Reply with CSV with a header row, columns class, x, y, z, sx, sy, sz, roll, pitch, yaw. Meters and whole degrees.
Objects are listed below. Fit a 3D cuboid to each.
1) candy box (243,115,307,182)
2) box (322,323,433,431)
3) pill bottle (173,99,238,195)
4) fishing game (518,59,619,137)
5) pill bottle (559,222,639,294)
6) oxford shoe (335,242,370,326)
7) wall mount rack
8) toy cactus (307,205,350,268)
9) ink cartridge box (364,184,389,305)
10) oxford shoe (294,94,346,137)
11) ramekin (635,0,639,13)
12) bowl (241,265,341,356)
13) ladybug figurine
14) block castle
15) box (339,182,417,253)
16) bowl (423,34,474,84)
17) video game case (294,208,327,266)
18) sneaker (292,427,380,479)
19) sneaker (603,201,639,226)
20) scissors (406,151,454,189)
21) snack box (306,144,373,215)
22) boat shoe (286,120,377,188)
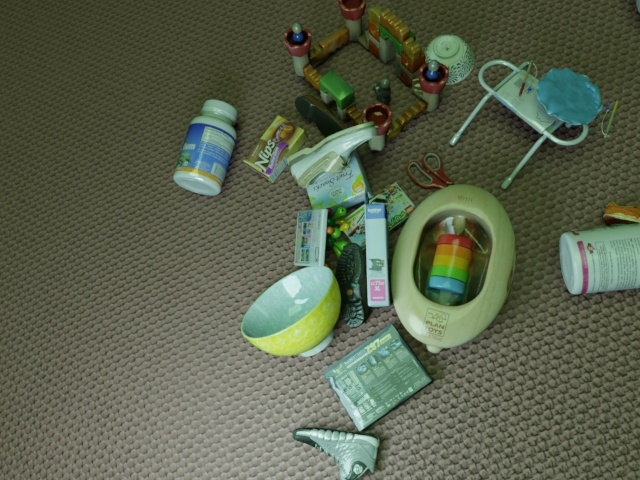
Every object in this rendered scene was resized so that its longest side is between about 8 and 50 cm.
class,x,y,z,sx,sy,sz,roll,pitch,yaw
candy box,-0.140,-0.284,1.820,0.109,0.053,0.187,34,81,20
box,0.149,0.359,1.537,0.232,0.059,0.183,-36,68,0
pill bottle,-0.347,-0.291,1.814,0.152,0.152,0.272,9,74,15
fishing game,0.658,-0.381,1.558,0.264,0.041,0.189,23,65,3
pill bottle,0.758,0.042,1.450,0.283,0.160,0.160,-7,71,11
oxford shoe,0.094,0.120,1.608,0.082,0.096,0.227,-3,86,25
wall mount rack,0.551,-0.332,1.645,0.304,0.130,0.350,-41,68,-6
toy cactus,0.000,0.000,1.664,0.180,0.112,0.219,21,106,39
ink cartridge box,0.152,0.020,1.551,0.065,0.186,0.311,-5,83,7
oxford shoe,0.020,-0.383,1.811,0.212,0.076,0.076,46,48,12
ramekin,1.032,-0.716,1.656,0.272,0.127,0.273,-4,72,11
bowl,-0.051,0.215,1.562,0.289,0.289,0.156,-34,111,0
ladybug figurine,0.343,0.076,1.531,0.305,0.162,0.449,16,76,16
block castle,0.134,-0.520,1.728,0.303,0.213,0.453,-37,68,-10
box,0.167,-0.063,1.685,0.207,0.036,0.114,-36,68,-1
bowl,0.384,-0.567,1.780,0.170,0.080,0.170,-4,71,11
video game case,-0.028,-0.007,1.622,0.019,0.143,0.157,5,87,-31
sneaker,0.034,0.551,1.488,0.228,0.086,0.132,2,75,13
sneaker,0.833,-0.058,1.520,0.175,0.064,0.067,21,68,16
scissors,0.371,-0.140,1.676,0.109,0.021,0.297,-39,69,-4
snack box,0.042,-0.192,1.723,0.174,0.070,0.207,-24,69,17
boat shoe,0.041,-0.235,1.624,0.302,0.113,0.103,-21,91,40
